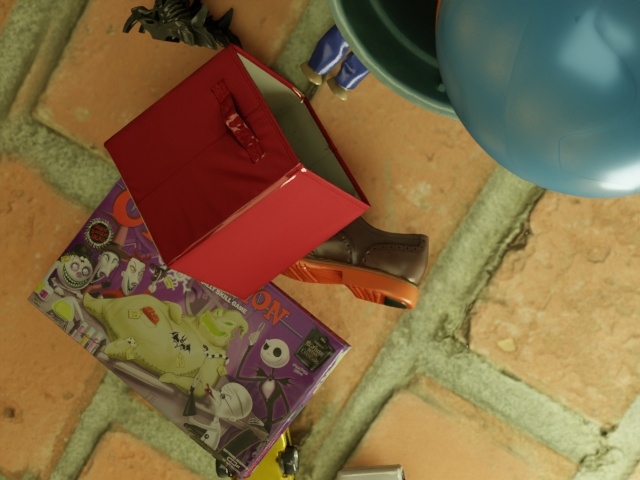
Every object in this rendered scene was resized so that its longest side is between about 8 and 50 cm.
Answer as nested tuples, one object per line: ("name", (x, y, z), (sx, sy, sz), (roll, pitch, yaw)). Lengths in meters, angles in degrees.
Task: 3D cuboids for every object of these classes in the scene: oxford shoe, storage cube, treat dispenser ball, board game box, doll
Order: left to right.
("board game box", (-0.160, 0.099, 2.109), (0.347, 0.056, 0.208), (38, 91, 11))
("storage cube", (-0.095, -0.074, 1.979), (0.193, 0.215, 0.183), (-37, 64, 14))
("oxford shoe", (0.000, 0.000, 2.102), (0.271, 0.097, 0.098), (18, 79, 12))
("doll", (0.052, -0.255, 2.002), (0.129, 0.046, 0.189), (30, 112, -20))
("treat dispenser ball", (0.241, -0.181, 1.501), (0.288, 0.288, 0.288), (4, 110, 11))

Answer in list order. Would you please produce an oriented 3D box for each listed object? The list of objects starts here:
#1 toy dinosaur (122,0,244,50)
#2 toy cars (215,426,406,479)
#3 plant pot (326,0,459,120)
("toy dinosaur", (-0.134, -0.331, 1.989), (0.322, 0.164, 0.218), (14, 99, 32))
("toy cars", (0.000, 0.288, 2.197), (0.394, 0.087, 0.176), (40, 113, -8))
("plant pot", (0.194, -0.325, 1.795), (0.341, 0.334, 0.341), (4, 110, 10))
